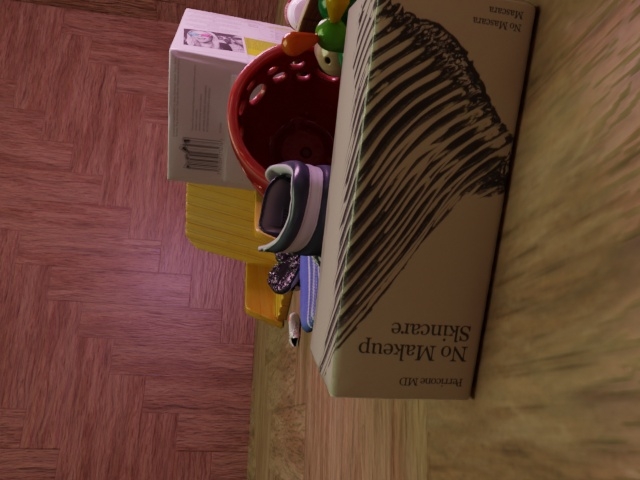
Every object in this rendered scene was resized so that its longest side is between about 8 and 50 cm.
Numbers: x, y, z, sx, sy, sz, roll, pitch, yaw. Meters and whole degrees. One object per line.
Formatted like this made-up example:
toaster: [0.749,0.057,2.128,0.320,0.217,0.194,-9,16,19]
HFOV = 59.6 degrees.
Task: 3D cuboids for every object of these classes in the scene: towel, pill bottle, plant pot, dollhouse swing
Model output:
towel: [0.000,0.000,0.981,0.336,0.040,0.243,112,159,-61]
pill bottle: [-0.037,-0.526,1.295,0.152,0.086,0.086,-109,25,-67]
plant pot: [-0.020,-0.134,0.724,0.174,0.191,0.191,127,146,-81]
dollhouse swing: [-0.233,0.023,1.551,0.347,0.305,0.315,106,165,-45]

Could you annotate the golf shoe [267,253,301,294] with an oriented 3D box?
golf shoe: [-0.059,0.077,1.197,0.198,0.077,0.094,-80,-32,-66]

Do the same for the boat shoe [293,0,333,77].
boat shoe: [0.009,-0.279,0.872,0.302,0.109,0.098,97,170,-48]

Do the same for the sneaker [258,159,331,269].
sneaker: [0.004,-0.004,0.612,0.282,0.153,0.099,119,154,-68]

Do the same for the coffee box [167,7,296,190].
coffee box: [-0.205,-0.359,1.448,0.334,0.338,0.337,-98,18,-52]

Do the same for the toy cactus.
toy cactus: [0.023,-0.178,0.565,0.219,0.112,0.180,60,179,-26]

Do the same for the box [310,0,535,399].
box: [0.064,-0.029,0.408,0.094,0.113,0.275,-132,46,-75]

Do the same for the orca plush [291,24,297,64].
orca plush: [-0.057,-0.306,1.157,0.151,0.102,0.287,-2,86,61]

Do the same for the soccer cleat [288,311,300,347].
soccer cleat: [-0.058,0.203,1.265,0.035,0.029,0.083,-125,37,-62]
